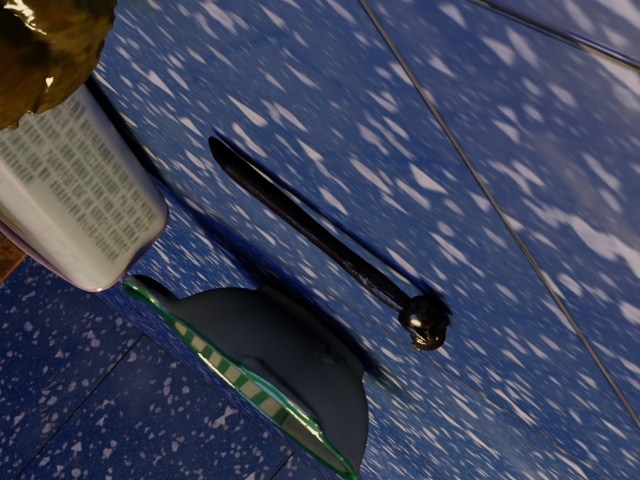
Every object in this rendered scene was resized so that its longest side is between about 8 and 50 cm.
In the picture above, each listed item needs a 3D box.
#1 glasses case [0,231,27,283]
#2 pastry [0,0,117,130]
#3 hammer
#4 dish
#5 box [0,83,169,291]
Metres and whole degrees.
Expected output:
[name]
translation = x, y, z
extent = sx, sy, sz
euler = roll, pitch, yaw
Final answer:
[glasses case]
translation = -0.306, -0.003, 1.505
extent = 0.075, 0.218, 0.049
euler = 42, 172, -5
[pastry]
translation = -0.209, -0.141, 0.738
extent = 0.235, 0.132, 0.240
euler = 48, -179, 31
[hammer]
translation = 0.000, 0.000, 0.895
extent = 0.178, 0.021, 0.065
euler = 38, 171, 22
[dish]
translation = -0.038, 0.086, 1.270
extent = 0.246, 0.078, 0.224
euler = 41, 171, -2
[box]
translation = -0.240, -0.105, 1.107
extent = 0.190, 0.112, 0.369
euler = 36, 170, 24
